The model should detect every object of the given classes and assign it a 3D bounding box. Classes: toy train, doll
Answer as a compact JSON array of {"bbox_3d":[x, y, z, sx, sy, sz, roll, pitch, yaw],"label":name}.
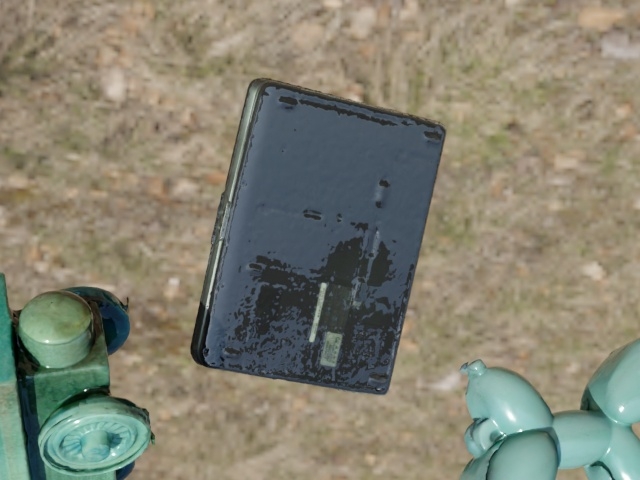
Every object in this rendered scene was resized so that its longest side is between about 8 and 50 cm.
[{"bbox_3d":[-0.210,0.146,0.898,0.194,0.120,0.298,-7,137,-12],"label":"toy train"},{"bbox_3d":[0.146,0.121,0.748,0.158,0.159,0.059,-29,174,-25],"label":"doll"}]

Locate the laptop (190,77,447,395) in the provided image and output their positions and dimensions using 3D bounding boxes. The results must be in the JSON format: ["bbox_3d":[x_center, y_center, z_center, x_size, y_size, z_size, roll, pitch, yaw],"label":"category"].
[{"bbox_3d":[0.000,0.000,0.962,0.153,0.207,0.026,12,-178,-20],"label":"laptop"}]
